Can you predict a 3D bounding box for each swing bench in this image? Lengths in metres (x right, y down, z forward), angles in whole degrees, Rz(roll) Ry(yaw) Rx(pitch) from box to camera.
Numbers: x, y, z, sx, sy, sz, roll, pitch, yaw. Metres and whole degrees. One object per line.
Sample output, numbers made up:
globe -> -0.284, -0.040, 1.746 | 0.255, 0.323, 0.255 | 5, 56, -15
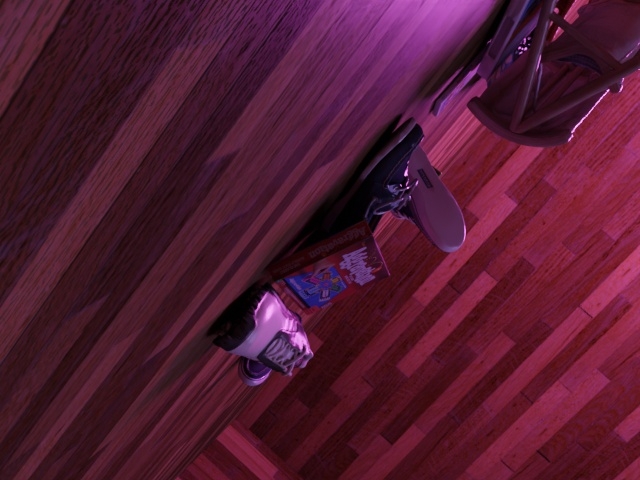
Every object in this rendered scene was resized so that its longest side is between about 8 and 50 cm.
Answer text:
swing bench -> 0.387, -0.279, 1.650 | 0.253, 0.165, 0.255 | -44, 172, -40

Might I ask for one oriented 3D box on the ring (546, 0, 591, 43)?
ring -> 0.437, -0.383, 2.027 | 0.337, 0.032, 0.336 | -64, -178, 4

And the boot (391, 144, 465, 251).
boot -> 0.140, -0.051, 1.609 | 0.069, 0.190, 0.086 | -6, 152, -33

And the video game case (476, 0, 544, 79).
video game case -> 0.318, -0.358, 1.586 | 0.204, 0.025, 0.285 | -48, 173, -13

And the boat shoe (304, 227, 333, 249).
boat shoe -> 0.006, 0.017, 1.681 | 0.153, 0.056, 0.048 | -46, -178, 2

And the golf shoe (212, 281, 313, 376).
golf shoe -> -0.067, 0.130, 1.553 | 0.105, 0.120, 0.273 | -47, 174, 5

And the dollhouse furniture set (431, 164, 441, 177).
dollhouse furniture set -> 0.170, -0.094, 2.211 | 0.152, 0.058, 0.076 | -49, 175, 3

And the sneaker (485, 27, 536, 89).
sneaker -> 0.322, -0.299, 1.906 | 0.085, 0.086, 0.237 | -46, 160, -19

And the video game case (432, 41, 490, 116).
video game case -> 0.219, -0.248, 1.721 | 0.122, 0.011, 0.087 | -49, 175, -5

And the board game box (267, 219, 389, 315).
board game box -> 0.020, 0.044, 1.585 | 0.145, 0.027, 0.281 | -27, 165, 2

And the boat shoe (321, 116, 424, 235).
boat shoe -> 0.084, -0.069, 1.534 | 0.095, 0.079, 0.254 | -44, 174, -46

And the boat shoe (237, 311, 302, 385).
boat shoe -> -0.101, 0.212, 2.233 | 0.083, 0.065, 0.183 | -56, 177, 39
